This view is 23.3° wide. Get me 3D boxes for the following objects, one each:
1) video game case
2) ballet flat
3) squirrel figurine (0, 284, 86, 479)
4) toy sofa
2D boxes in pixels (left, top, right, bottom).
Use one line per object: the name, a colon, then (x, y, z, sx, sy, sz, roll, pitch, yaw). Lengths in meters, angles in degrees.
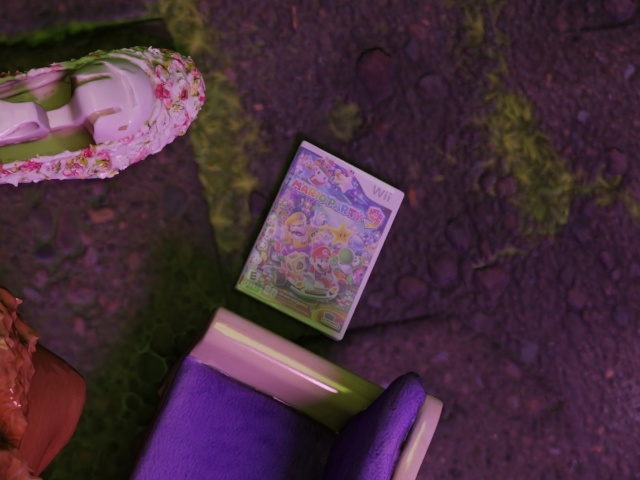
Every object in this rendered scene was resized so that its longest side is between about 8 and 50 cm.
video game case: (0.000, 0.000, 1.130, 0.087, 0.011, 0.122, 27, 75, -11)
ballet flat: (-0.184, -0.081, 1.053, 0.241, 0.077, 0.091, -19, 86, -19)
squirrel figurine: (-0.271, 0.200, 0.814, 0.281, 0.397, 0.371, 20, 65, -19)
toy sofa: (-0.065, 0.222, 0.936, 0.150, 0.177, 0.363, 27, 56, -9)
